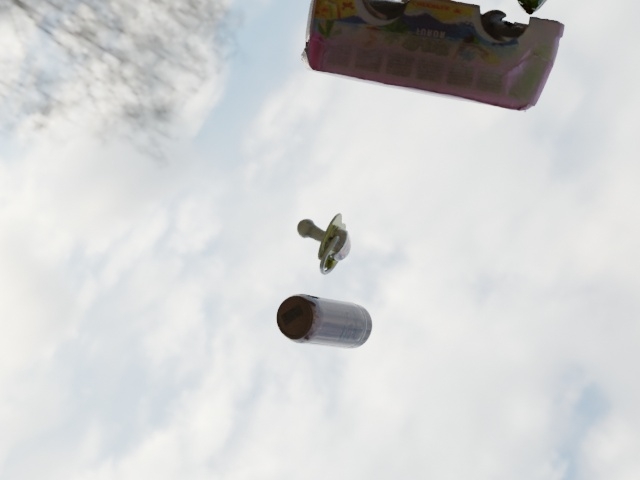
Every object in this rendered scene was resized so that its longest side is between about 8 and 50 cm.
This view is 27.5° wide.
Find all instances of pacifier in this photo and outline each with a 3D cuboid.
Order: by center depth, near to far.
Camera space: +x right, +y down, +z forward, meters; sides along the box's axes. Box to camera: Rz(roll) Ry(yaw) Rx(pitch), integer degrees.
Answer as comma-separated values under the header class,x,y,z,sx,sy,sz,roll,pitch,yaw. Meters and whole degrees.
class,x,y,z,sx,sy,sz,roll,pitch,yaw
pacifier,0.000,0.000,1.475,0.064,0.083,0.068,25,-102,16

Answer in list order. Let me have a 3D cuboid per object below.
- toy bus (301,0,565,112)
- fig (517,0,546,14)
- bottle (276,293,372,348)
class,x,y,z,sx,sy,sz,roll,pitch,yaw
toy bus,0.119,-0.215,1.424,0.090,0.274,0.112,-121,-139,-83
fig,0.254,-0.324,1.449,0.123,0.123,0.156,-9,-109,41
bottle,0.006,0.088,1.404,0.053,0.140,0.053,-4,-99,28
